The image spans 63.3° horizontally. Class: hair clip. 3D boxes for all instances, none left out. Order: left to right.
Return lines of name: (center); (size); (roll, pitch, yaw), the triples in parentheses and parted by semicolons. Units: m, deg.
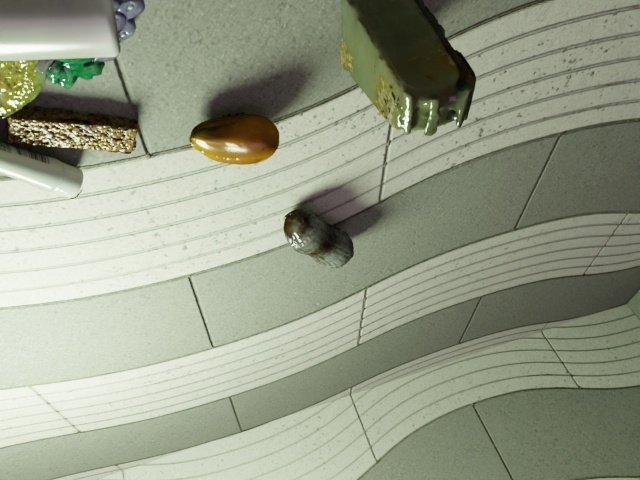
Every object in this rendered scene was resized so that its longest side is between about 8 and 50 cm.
hair clip: (-0.333, -0.296, 0.737); (0.195, 0.052, 0.124); (-46, 165, 22)

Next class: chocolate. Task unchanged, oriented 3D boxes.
chocolate: (0.000, 0.000, 1.267); (0.110, 0.110, 0.248); (-38, 145, 20)

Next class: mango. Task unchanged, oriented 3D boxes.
mango: (-0.156, -0.189, 0.960); (0.160, 0.084, 0.105); (6, 156, -6)

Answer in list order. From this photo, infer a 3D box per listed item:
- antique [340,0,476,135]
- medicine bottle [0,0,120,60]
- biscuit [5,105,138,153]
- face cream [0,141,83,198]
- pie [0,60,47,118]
antique: (0.133, -0.278, 0.827); (0.125, 0.284, 0.150); (-17, 143, -10)
medicine bottle: (-0.344, -0.269, 0.618); (0.187, 0.102, 0.102); (-8, 142, -16)
biscuit: (-0.407, -0.182, 0.863); (0.199, 0.034, 0.064); (0, 139, -30)
face cream: (-0.506, -0.130, 0.839); (0.244, 0.092, 0.058); (23, 104, -50)
pie: (-0.513, -0.269, 0.666); (0.324, 0.070, 0.323); (-17, 149, -11)
